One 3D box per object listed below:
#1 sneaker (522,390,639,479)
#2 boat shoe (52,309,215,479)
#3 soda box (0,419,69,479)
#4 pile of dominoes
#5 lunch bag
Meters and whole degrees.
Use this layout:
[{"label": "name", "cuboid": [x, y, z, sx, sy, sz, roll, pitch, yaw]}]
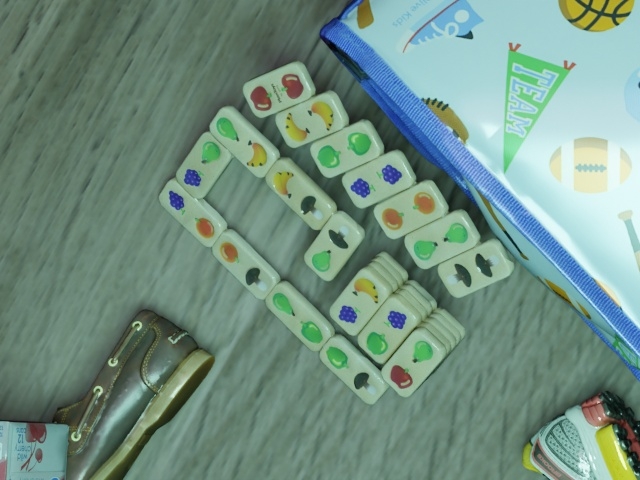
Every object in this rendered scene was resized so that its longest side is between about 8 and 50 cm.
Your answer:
[{"label": "sneaker", "cuboid": [0.223, 0.228, 1.436, 0.093, 0.088, 0.225, -26, 82, 21]}, {"label": "boat shoe", "cuboid": [-0.168, 0.148, 1.470, 0.073, 0.073, 0.207, 36, 80, 9]}, {"label": "soda box", "cuboid": [-0.321, 0.168, 1.429, 0.263, 0.092, 0.083, 0, 84, 22]}, {"label": "pile of dominoes", "cuboid": [0.000, 0.000, 1.427, 0.251, 0.040, 0.196, 43, 131, 8]}, {"label": "lunch bag", "cuboid": [0.238, -0.119, 1.390, 0.328, 0.239, 0.385, -44, 90, 0]}]
